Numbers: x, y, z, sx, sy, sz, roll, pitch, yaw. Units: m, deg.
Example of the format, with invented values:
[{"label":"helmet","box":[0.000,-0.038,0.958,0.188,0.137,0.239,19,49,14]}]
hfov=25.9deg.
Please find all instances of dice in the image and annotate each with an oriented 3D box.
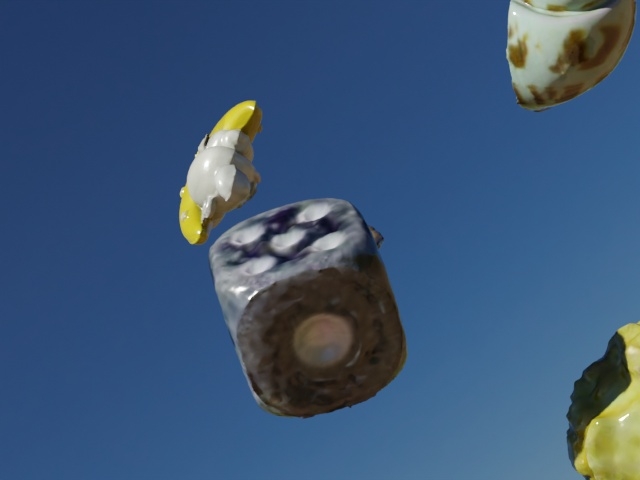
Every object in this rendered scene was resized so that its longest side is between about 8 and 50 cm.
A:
[{"label":"dice","box":[-0.014,0.072,1.516,0.181,0.183,0.182,-17,-63,-3]}]

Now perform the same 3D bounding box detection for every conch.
[{"label":"conch","box":[0.398,-0.382,2.233,0.249,0.197,0.368,-45,-53,-35]}]

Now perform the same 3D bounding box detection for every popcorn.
[{"label":"popcorn","box":[0.401,0.196,1.576,0.256,0.255,0.195,-19,-44,11]}]

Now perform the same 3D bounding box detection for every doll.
[{"label":"doll","box":[-0.154,-0.099,2.188,0.252,0.111,0.237,-47,19,50]}]

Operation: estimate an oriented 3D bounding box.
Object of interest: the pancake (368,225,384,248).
[{"label":"pancake","box":[0.000,0.002,2.065,0.199,0.199,0.021,-18,-66,-43]}]
